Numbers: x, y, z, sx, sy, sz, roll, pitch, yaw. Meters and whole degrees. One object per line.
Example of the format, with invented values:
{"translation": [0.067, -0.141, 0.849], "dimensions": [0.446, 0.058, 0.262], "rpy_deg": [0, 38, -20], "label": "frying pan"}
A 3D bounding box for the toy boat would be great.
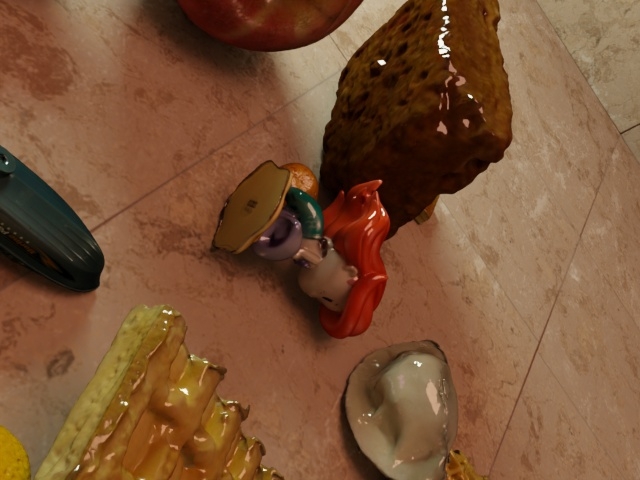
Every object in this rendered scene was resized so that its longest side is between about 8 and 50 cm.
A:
{"translation": [-0.327, -0.021, 0.802], "dimensions": [0.246, 0.103, 0.093], "rpy_deg": [48, 24, -37], "label": "toy boat"}

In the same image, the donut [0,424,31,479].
{"translation": [-0.309, 0.243, 0.596], "dimensions": [0.101, 0.152, 0.259], "rpy_deg": [39, 45, -35], "label": "donut"}

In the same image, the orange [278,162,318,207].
{"translation": [-0.043, -0.082, 1.157], "dimensions": [0.083, 0.070, 0.083], "rpy_deg": [14, 65, -31], "label": "orange"}

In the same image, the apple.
{"translation": [-0.081, -0.485, 1.134], "dimensions": [0.363, 0.364, 0.364], "rpy_deg": [26, 50, -36], "label": "apple"}

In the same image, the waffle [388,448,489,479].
{"translation": [0.187, 0.422, 1.111], "dimensions": [0.250, 0.056, 0.261], "rpy_deg": [45, 42, -19], "label": "waffle"}

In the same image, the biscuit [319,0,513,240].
{"translation": [0.150, -0.232, 1.252], "dimensions": [0.166, 0.342, 0.395], "rpy_deg": [30, 45, -27], "label": "biscuit"}

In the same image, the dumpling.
{"translation": [0.119, 0.243, 1.092], "dimensions": [0.172, 0.142, 0.247], "rpy_deg": [3, 45, 2], "label": "dumpling"}

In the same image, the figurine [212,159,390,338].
{"translation": [0.003, 0.004, 1.064], "dimensions": [0.257, 0.181, 0.208], "rpy_deg": [35, 46, -29], "label": "figurine"}

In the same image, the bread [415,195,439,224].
{"translation": [0.190, -0.093, 1.448], "dimensions": [0.090, 0.035, 0.094], "rpy_deg": [47, 40, -16], "label": "bread"}

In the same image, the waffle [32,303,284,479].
{"translation": [-0.152, 0.271, 0.703], "dimensions": [0.304, 0.077, 0.348], "rpy_deg": [-67, 148, -43], "label": "waffle"}
